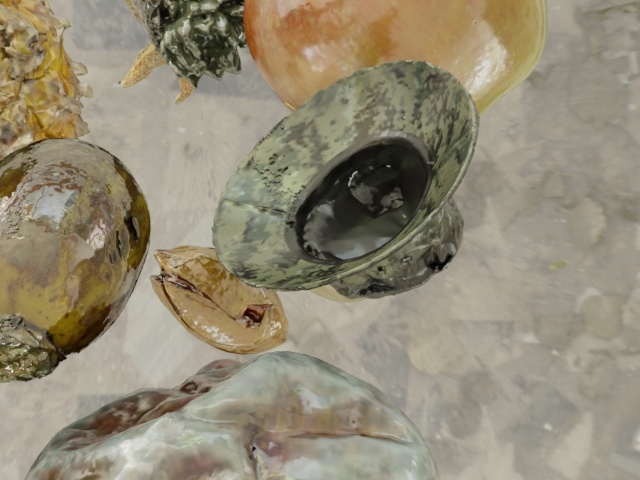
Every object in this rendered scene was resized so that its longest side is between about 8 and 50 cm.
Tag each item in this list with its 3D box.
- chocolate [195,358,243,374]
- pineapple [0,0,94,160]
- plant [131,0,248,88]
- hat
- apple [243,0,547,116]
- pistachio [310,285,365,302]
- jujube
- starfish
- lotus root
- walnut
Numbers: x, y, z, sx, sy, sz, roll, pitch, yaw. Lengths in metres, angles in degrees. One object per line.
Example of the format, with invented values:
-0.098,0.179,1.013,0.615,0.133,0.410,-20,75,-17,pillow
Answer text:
-0.142,0.278,1.711,0.176,0.177,0.177,-1,96,-6,chocolate
-0.390,-0.128,0.986,0.352,0.300,0.352,2,78,-9,pineapple
-0.154,-0.284,1.278,0.132,0.194,0.129,-26,142,-12,plant
0.044,-0.021,0.884,0.265,0.265,0.128,-38,121,-2,hat
0.091,-0.255,1.197,0.305,0.338,0.338,41,90,-27,apple
0.000,0.000,1.182,0.185,0.124,0.124,40,90,26,pistachio
-0.055,0.186,0.617,0.246,0.308,0.215,-20,89,-16,jujube
-0.248,-0.365,1.826,0.299,0.060,0.302,2,128,-35,starfish
-0.166,0.000,0.644,0.120,0.209,0.120,3,128,4,lotus root
-0.149,0.086,1.547,0.245,0.137,0.137,36,91,-15,walnut
